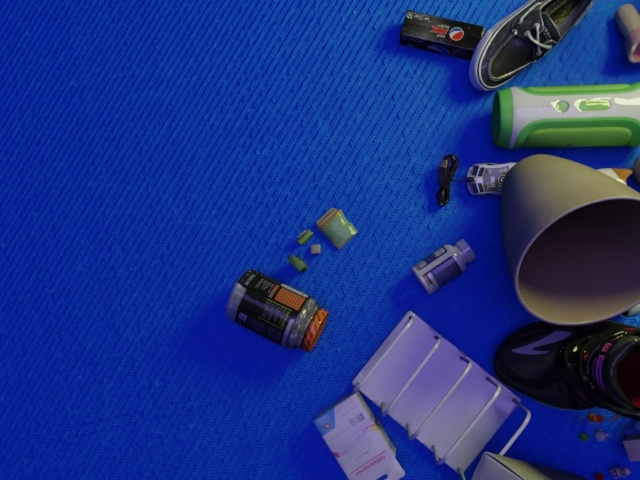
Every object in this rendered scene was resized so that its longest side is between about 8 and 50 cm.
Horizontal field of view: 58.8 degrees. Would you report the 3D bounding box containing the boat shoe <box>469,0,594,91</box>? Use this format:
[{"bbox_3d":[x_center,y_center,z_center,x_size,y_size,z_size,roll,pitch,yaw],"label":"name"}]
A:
[{"bbox_3d":[0.430,-0.414,1.137,0.301,0.102,0.108,-41,115,-1],"label":"boat shoe"}]

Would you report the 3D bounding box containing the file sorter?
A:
[{"bbox_3d":[0.219,0.294,1.072,0.277,0.173,0.193,39,90,11],"label":"file sorter"}]

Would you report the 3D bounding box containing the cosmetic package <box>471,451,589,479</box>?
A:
[{"bbox_3d":[0.381,0.480,0.969,0.309,0.113,0.160,24,90,-33],"label":"cosmetic package"}]

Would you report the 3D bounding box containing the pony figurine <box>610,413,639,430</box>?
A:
[{"bbox_3d":[0.736,0.265,0.971,0.351,0.303,0.363,39,85,30],"label":"pony figurine"}]

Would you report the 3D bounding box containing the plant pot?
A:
[{"bbox_3d":[0.429,-0.036,1.009,0.256,0.274,0.256,-1,125,-2],"label":"plant pot"}]

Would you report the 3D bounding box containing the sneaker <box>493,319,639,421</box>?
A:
[{"bbox_3d":[0.486,0.202,0.937,0.202,0.483,0.185,26,71,-32],"label":"sneaker"}]

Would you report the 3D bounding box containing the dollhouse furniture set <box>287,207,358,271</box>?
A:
[{"bbox_3d":[0.000,0.000,1.191,0.151,0.058,0.076,-42,80,2],"label":"dollhouse furniture set"}]

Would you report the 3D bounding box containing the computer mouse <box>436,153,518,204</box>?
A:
[{"bbox_3d":[0.337,-0.122,1.163,0.193,0.042,0.106,2,96,8],"label":"computer mouse"}]

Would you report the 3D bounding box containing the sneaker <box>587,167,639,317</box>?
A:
[{"bbox_3d":[0.588,-0.004,1.081,0.123,0.106,0.290,-13,81,9],"label":"sneaker"}]

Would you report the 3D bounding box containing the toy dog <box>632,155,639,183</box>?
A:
[{"bbox_3d":[0.779,-0.159,1.035,0.333,0.161,0.220,-33,85,4],"label":"toy dog"}]

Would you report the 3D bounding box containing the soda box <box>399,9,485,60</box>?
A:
[{"bbox_3d":[0.256,-0.433,1.202,0.169,0.053,0.060,16,88,10],"label":"soda box"}]

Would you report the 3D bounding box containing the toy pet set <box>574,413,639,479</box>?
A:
[{"bbox_3d":[0.568,0.383,1.080,0.114,0.065,0.122,-25,76,40],"label":"toy pet set"}]

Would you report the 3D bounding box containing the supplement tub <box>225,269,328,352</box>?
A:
[{"bbox_3d":[-0.087,0.147,1.160,0.190,0.117,0.117,25,88,10],"label":"supplement tub"}]

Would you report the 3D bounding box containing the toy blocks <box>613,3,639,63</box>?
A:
[{"bbox_3d":[0.734,-0.433,0.988,0.309,0.288,0.260,-9,58,5],"label":"toy blocks"}]

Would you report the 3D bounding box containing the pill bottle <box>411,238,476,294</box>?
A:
[{"bbox_3d":[0.250,0.050,1.145,0.120,0.067,0.067,-34,80,4],"label":"pill bottle"}]

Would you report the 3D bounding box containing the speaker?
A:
[{"bbox_3d":[0.494,-0.242,1.110,0.296,0.131,0.131,0,84,9],"label":"speaker"}]

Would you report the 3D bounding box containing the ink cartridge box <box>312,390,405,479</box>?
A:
[{"bbox_3d":[0.079,0.406,1.135,0.104,0.061,0.181,-34,80,4],"label":"ink cartridge box"}]
